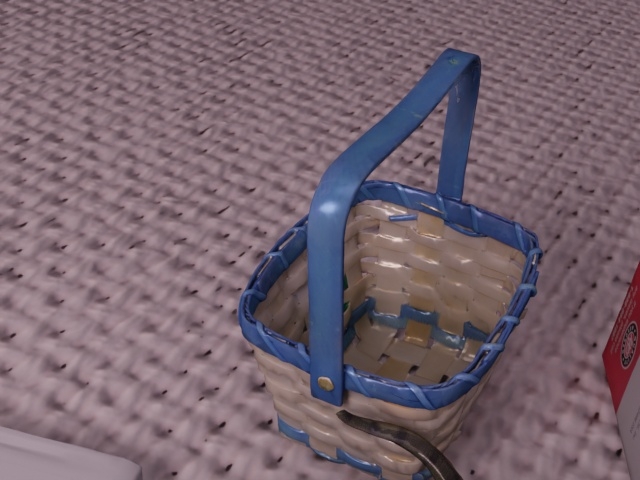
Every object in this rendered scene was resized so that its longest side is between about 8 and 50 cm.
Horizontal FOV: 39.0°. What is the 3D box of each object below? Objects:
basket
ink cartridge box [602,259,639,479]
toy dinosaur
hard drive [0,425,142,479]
[{"bbox_3d":[0.055,0.026,0.687,0.201,0.289,0.255,22,38,20],"label":"basket"},{"bbox_3d":[0.333,0.122,0.614,0.160,0.279,0.385,9,36,1],"label":"ink cartridge box"},{"bbox_3d":[0.122,0.208,0.605,0.268,0.064,0.118,50,13,18],"label":"toy dinosaur"},{"bbox_3d":[-0.264,0.239,0.558,0.203,0.040,0.307,12,37,8],"label":"hard drive"}]
